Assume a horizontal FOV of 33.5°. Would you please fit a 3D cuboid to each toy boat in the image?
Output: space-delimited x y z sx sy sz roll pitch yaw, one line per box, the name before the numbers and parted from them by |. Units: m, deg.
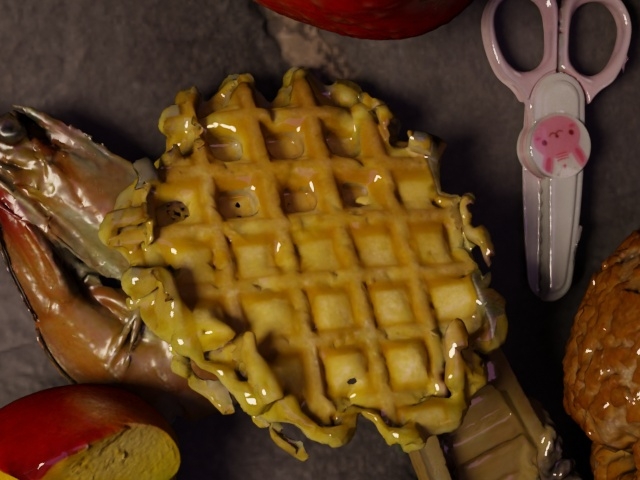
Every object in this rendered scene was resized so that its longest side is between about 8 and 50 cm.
toy boat | 0.172 0.278 0.764 0.135 0.162 0.446 -26 99 -7

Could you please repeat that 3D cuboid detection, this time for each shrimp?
shrimp | -0.151 0.014 0.721 0.294 0.062 0.154 43 89 -14

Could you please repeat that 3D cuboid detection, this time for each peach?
peach | -0.163 0.152 0.698 0.151 0.118 0.151 -23 137 -23

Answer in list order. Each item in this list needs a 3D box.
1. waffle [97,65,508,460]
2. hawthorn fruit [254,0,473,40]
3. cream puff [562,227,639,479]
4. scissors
waffle | 0.001 -0.002 0.690 0.280 0.060 0.262 32 58 5
hawthorn fruit | 0.040 -0.226 0.654 0.215 0.249 0.215 -30 133 -40
cream puff | 0.286 0.121 0.745 0.303 0.212 0.303 22 62 -48
scissors | 0.176 -0.075 0.808 0.118 0.030 0.242 3 91 -13
